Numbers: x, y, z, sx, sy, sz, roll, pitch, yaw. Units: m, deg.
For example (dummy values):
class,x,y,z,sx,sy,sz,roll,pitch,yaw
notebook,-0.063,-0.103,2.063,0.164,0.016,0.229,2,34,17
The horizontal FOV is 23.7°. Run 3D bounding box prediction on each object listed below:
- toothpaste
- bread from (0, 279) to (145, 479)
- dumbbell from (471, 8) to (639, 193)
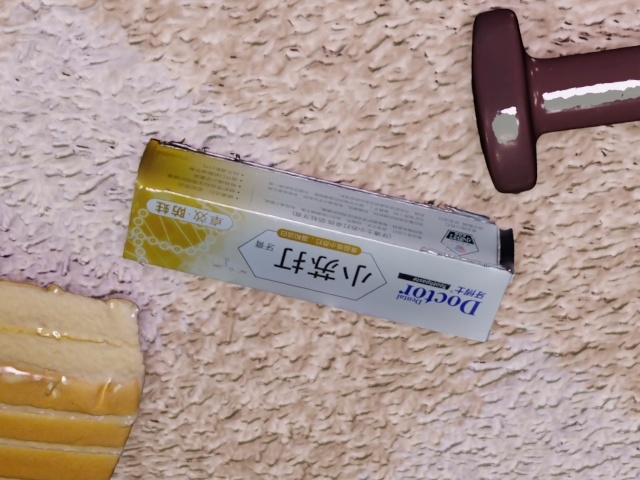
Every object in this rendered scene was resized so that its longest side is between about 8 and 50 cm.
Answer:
class,x,y,z,sx,sy,sz,roll,pitch,yaw
toothpaste,0.000,0.000,1.252,0.312,0.071,0.089,13,127,-4
bread,-0.290,0.137,1.297,0.246,0.111,0.239,9,135,-17
dumbbell,0.224,-0.114,1.113,0.225,0.140,0.124,-6,159,10
